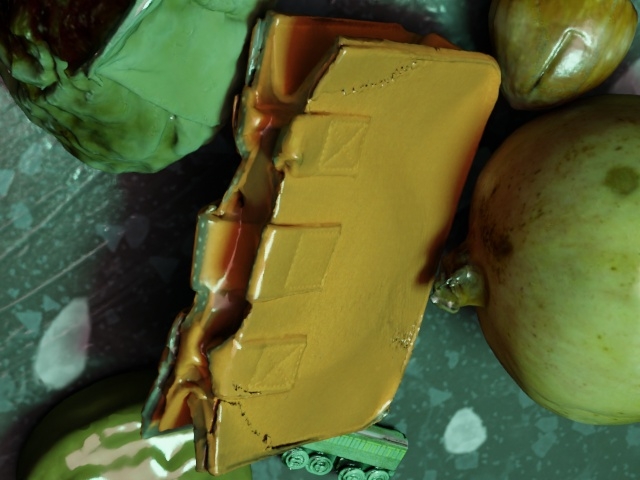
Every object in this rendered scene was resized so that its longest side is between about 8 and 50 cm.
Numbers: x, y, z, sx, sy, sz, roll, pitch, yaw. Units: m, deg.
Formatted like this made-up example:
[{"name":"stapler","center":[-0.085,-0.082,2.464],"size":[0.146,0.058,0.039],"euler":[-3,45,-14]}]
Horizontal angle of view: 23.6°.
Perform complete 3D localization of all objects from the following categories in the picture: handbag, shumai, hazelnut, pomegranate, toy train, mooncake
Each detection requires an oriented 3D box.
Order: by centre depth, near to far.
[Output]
[{"name":"shumai","center":[-0.145,-0.188,1.253],"size":[0.292,0.288,0.329],"euler":[3,109,-21]},{"name":"handbag","center":[0.000,0.000,1.410],"size":[0.303,0.116,0.410],"euler":[-5,117,-54]},{"name":"hazelnut","center":[0.226,-0.192,1.458],"size":[0.150,0.150,0.150],"euler":[-7,113,-16]},{"name":"pomegranate","center":[0.264,0.017,1.463],"size":[0.338,0.338,0.338],"euler":[-7,113,-16]},{"name":"mooncake","center":[-0.172,0.240,1.522],"size":[0.235,0.117,0.234],"euler":[-6,113,-14]},{"name":"toy train","center":[0.021,0.219,1.621],"size":[0.148,0.038,0.071],"euler":[18,105,-26]}]
